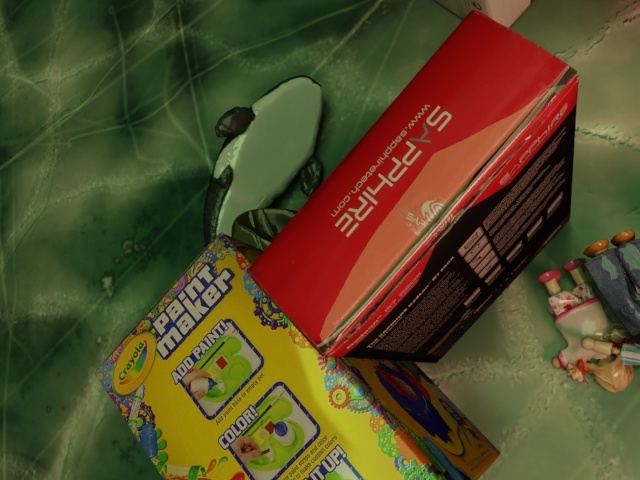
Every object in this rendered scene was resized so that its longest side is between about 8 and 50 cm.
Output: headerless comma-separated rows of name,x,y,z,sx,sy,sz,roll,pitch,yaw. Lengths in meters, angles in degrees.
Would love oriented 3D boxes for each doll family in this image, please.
doll family,0.339,0.058,0.573,0.263,0.118,0.163,-28,69,14

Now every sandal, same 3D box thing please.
sandal,0.000,0.000,0.758,0.219,0.060,0.090,-4,93,5

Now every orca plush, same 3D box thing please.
orca plush,-0.086,-0.082,0.821,0.151,0.102,0.287,12,93,-20

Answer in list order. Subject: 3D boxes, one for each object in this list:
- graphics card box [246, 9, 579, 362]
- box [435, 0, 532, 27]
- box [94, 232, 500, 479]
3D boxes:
graphics card box,0.114,-0.003,0.542,0.094,0.371,0.233,43,97,24
box,0.168,-0.363,0.708,0.119,0.181,0.182,-48,65,7
box,-0.003,0.173,0.593,0.177,0.290,0.279,-48,66,6
